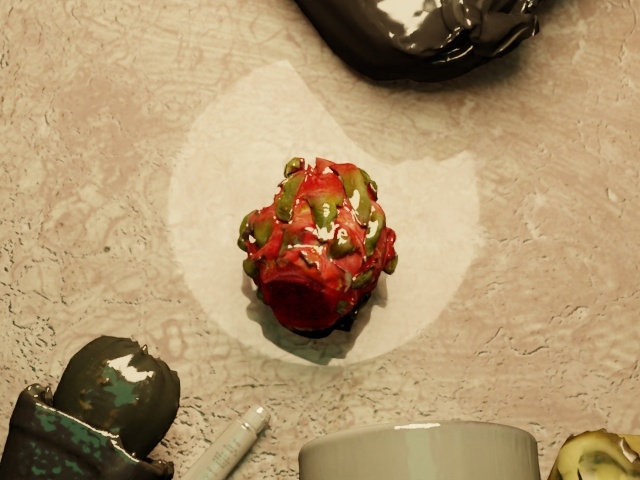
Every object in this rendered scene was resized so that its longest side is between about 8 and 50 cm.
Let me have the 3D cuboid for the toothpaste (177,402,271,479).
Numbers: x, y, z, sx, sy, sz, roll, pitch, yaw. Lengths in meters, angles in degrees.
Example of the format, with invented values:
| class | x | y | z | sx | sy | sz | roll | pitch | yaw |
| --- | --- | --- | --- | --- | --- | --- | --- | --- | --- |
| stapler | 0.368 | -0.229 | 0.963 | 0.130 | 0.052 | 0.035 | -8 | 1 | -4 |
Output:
| class | x | y | z | sx | sy | sz | roll | pitch | yaw |
| --- | --- | --- | --- | --- | --- | --- | --- | --- | --- |
| toothpaste | -0.120 | 0.244 | 1.659 | 0.048 | 0.031 | 0.190 | 40 | 79 | 7 |

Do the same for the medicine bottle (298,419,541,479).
| class | x | y | z | sx | sy | sz | roll | pitch | yaw |
| --- | --- | --- | --- | --- | --- | --- | --- | --- | --- |
| medicine bottle | 0.099 | 0.303 | 1.538 | 0.238 | 0.238 | 0.232 | -1 | 71 | -2 |

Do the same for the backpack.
| class | x | y | z | sx | sy | sz | roll | pitch | yaw |
| --- | --- | --- | --- | --- | --- | --- | --- | --- | --- |
| backpack | 0.161 | -0.389 | 1.754 | 0.446 | 0.255 | 0.363 | -35 | 83 | -14 |

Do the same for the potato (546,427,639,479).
| class | x | y | z | sx | sy | sz | roll | pitch | yaw |
| --- | --- | --- | --- | --- | --- | --- | --- | --- | --- |
| potato | 0.341 | 0.321 | 1.558 | 0.242 | 0.242 | 0.285 | -8 | 65 | -4 |

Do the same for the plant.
| class | x | y | z | sx | sy | sz | roll | pitch | yaw |
| --- | --- | --- | --- | --- | --- | --- | --- | --- | --- |
| plant | -0.234 | 0.216 | 1.609 | 0.164 | 0.142 | 0.256 | 32 | 86 | 8 |

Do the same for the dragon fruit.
| class | x | y | z | sx | sy | sz | roll | pitch | yaw |
| --- | --- | --- | --- | --- | --- | --- | --- | --- | --- |
| dragon fruit | 0.000 | 0.000 | 1.682 | 0.160 | 0.166 | 0.172 | 32 | 53 | -8 |
